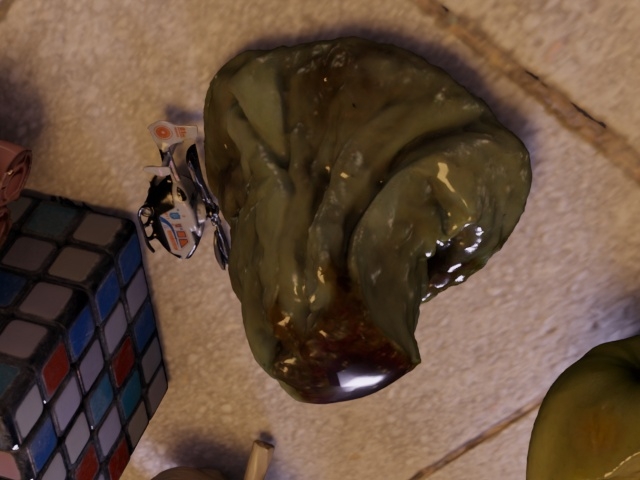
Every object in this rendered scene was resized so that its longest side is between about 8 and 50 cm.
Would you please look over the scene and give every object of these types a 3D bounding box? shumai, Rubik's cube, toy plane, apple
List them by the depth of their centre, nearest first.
[{"bbox_3d":[0.000,0.000,1.305,0.304,0.263,0.309,29,139,-5],"label":"shumai"},{"bbox_3d":[0.324,0.215,1.368,0.279,0.279,0.279,15,137,14],"label":"apple"},{"bbox_3d":[-0.141,-0.045,1.494,0.078,0.053,0.197,3,135,14],"label":"toy plane"},{"bbox_3d":[-0.359,0.138,1.609,0.292,0.293,0.287,10,136,16],"label":"Rubik's cube"}]

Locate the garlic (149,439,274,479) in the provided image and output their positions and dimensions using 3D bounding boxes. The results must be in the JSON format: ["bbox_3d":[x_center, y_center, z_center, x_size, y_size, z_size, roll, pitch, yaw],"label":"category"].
[{"bbox_3d":[-0.109,0.330,1.779,0.218,0.218,0.212,35,104,-9],"label":"garlic"}]

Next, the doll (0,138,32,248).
[{"bbox_3d":[-0.430,-0.087,1.474,0.268,0.216,0.284,25,104,7],"label":"doll"}]
